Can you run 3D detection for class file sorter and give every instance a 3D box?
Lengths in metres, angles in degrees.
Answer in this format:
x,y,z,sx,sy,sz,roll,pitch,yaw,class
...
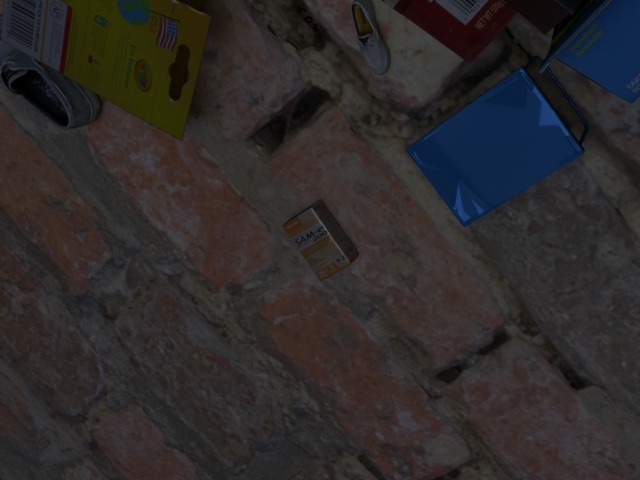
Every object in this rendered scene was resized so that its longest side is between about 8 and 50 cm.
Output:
x,y,z,sx,sy,sz,roll,pitch,yaw,class
0.215,-0.121,1.027,0.170,0.104,0.118,-34,95,33,file sorter

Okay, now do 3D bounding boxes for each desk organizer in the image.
x,y,z,sx,sy,sz,roll,pitch,yaw,class
0.169,-0.242,0.748,0.130,0.047,0.050,38,165,-4,desk organizer

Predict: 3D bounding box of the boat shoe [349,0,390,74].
x,y,z,sx,sy,sz,roll,pitch,yaw,class
0.059,-0.253,1.080,0.035,0.035,0.100,-6,110,28,boat shoe

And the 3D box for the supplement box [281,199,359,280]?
x,y,z,sx,sy,sz,roll,pitch,yaw,class
0.000,0.000,1.228,0.062,0.036,0.098,-32,97,33,supplement box

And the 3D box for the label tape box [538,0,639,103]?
x,y,z,sx,sy,sz,roll,pitch,yaw,class
0.327,-0.252,0.768,0.106,0.334,0.241,39,124,-5,label tape box

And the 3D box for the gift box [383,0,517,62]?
x,y,z,sx,sy,sz,roll,pitch,yaw,class
0.145,-0.350,0.869,0.276,0.258,0.255,36,124,-18,gift box

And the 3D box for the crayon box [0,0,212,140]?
x,y,z,sx,sy,sz,roll,pitch,yaw,class
-0.284,-0.299,1.184,0.318,0.081,0.202,31,129,10,crayon box

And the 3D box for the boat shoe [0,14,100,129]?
x,y,z,sx,sy,sz,roll,pitch,yaw,class
-0.435,-0.251,1.290,0.227,0.081,0.079,41,124,3,boat shoe
